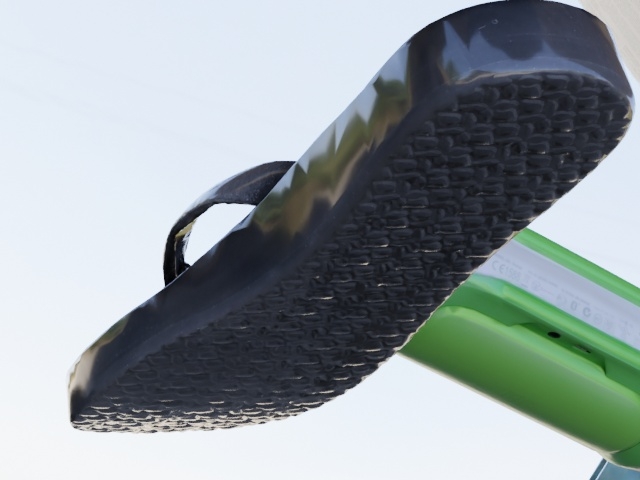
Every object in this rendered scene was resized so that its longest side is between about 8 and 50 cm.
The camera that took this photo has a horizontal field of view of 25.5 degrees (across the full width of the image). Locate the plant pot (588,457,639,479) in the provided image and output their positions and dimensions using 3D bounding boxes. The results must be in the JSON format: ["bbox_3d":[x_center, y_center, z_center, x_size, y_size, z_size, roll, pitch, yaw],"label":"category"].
[{"bbox_3d":[0.369,0.287,1.460,0.196,0.293,0.293,32,-12,12],"label":"plant pot"}]

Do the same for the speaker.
[{"bbox_3d":[0.144,0.058,0.987,0.296,0.131,0.131,27,-17,-19],"label":"speaker"}]

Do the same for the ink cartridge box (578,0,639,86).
[{"bbox_3d":[0.480,-0.266,1.780,0.308,0.091,0.385,56,-8,4],"label":"ink cartridge box"}]

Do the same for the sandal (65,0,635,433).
[{"bbox_3d":[0.001,0.000,0.469,0.097,0.054,0.254,11,-37,-39],"label":"sandal"}]
